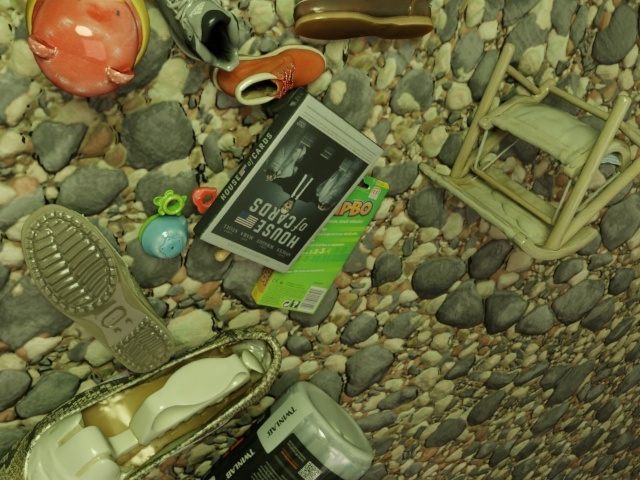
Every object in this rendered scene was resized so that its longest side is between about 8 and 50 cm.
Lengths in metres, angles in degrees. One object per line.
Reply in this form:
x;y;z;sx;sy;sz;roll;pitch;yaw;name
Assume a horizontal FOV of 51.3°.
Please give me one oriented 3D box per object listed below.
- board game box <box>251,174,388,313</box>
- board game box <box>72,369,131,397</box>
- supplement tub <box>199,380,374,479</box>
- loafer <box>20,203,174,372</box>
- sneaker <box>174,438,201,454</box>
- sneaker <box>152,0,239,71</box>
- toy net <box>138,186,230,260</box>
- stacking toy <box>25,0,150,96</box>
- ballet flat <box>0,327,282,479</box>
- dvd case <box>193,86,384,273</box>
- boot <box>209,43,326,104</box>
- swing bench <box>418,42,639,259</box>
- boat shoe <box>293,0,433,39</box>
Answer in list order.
0.000;0.000;1.066;0.124;0.039;0.259;16;115;-40;board game box
-0.328;0.257;1.048;0.090;0.020;0.090;-27;132;-17;board game box
-0.083;0.440;1.213;0.338;0.207;0.207;-46;134;4;supplement tub
-0.297;0.064;0.884;0.102;0.092;0.269;-35;118;-13;loafer
-0.252;0.320;1.113;0.235;0.090;0.095;-22;144;-14;sneaker
-0.146;-0.273;0.702;0.086;0.132;0.229;-39;135;-2;sneaker
-0.136;-0.028;0.952;0.232;0.045;0.122;-3;121;-33;toy net
-0.292;-0.264;0.563;0.308;0.130;0.280;5;120;-19;stacking toy
-0.259;0.258;0.953;0.482;0.164;0.182;-29;171;-25;ballet flat
-0.040;-0.072;0.922;0.239;0.029;0.179;-52;138;11;dvd case
-0.052;-0.206;0.848;0.158;0.084;0.059;-17;128;-24;boot
0.336;-0.129;1.039;0.165;0.253;0.255;20;110;-41;swing bench
0.054;-0.302;0.864;0.207;0.073;0.073;-10;89;-31;boat shoe
